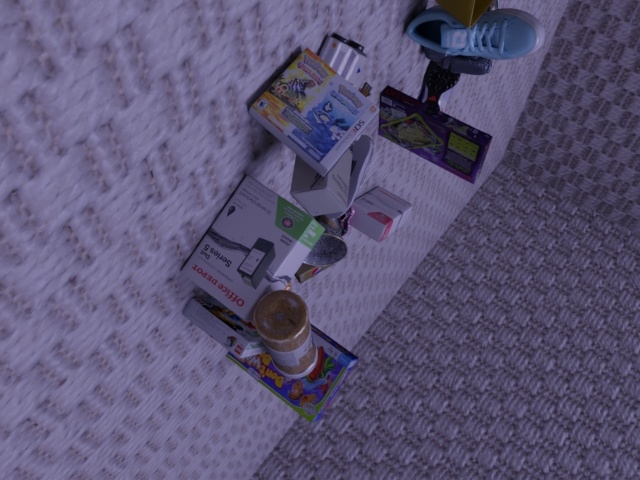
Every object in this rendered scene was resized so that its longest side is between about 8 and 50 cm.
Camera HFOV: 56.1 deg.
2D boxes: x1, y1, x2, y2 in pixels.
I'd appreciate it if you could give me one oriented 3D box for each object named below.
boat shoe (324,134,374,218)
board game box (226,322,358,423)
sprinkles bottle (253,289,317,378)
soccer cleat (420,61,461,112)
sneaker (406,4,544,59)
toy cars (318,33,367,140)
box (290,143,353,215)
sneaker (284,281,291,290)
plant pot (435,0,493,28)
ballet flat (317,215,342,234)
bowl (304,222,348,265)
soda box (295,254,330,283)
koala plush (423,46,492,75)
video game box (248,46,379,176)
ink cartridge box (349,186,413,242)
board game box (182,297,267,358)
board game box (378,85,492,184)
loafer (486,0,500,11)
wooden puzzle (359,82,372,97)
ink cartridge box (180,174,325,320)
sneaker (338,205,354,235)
[{"bbox_3d":[0.089,-0.189,1.812,0.088,0.096,0.267,0,111,-67],"label":"boat shoe"},{"bbox_3d":[-0.090,0.364,1.872,0.233,0.347,0.078,-59,161,5],"label":"board game box"},{"bbox_3d":[-0.075,0.231,1.418,0.121,0.121,0.355,-50,162,-18],"label":"sprinkles bottle"},{"bbox_3d":[0.406,-0.527,2.057,0.116,0.109,0.318,-67,173,-47],"label":"soccer cleat"},{"bbox_3d":[0.391,-0.532,1.581,0.150,0.366,0.135,-37,132,-34],"label":"sneaker"},{"bbox_3d":[0.071,-0.356,1.484,0.176,0.087,0.393,-50,161,-21],"label":"toy cars"},{"bbox_3d":[0.011,-0.201,1.349,0.113,0.094,0.275,44,45,-52],"label":"box"},{"bbox_3d":[-0.178,0.178,1.785,0.215,0.084,0.083,-57,149,-10],"label":"sneaker"},{"bbox_3d":[0.354,-0.697,1.470,0.212,0.187,0.212,-50,161,-16],"label":"plant pot"},{"bbox_3d":[0.024,-0.043,1.929,0.067,0.073,0.206,-40,157,-4],"label":"ballet flat"},{"bbox_3d":[0.000,0.000,1.859,0.170,0.170,0.080,98,-6,-53],"label":"bowl"},{"bbox_3d":[-0.007,0.063,1.946,0.181,0.061,0.058,-29,155,-14],"label":"soda box"},{"bbox_3d":[0.432,-0.647,1.832,0.196,0.203,0.221,57,46,-57],"label":"koala plush"},{"bbox_3d":[-0.010,-0.266,1.243,0.187,0.205,0.048,-51,-177,-19],"label":"video game box"},{"bbox_3d":[0.211,-0.098,2.158,0.218,0.159,0.092,-33,149,-50],"label":"ink cartridge box"},{"bbox_3d":[-0.206,0.223,1.588,0.053,0.193,0.305,-58,162,6],"label":"board game box"},{"bbox_3d":[0.333,-0.315,1.805,0.056,0.347,0.208,-51,162,-24],"label":"board game box"},{"bbox_3d":[0.524,-0.786,1.938,0.087,0.094,0.251,-25,143,-13],"label":"loafer"},{"bbox_3d":[0.122,-0.407,1.656,0.049,0.006,0.083,-59,161,9],"label":"wooden puzzle"},{"bbox_3d":[-0.153,0.023,1.376,0.272,0.198,0.115,-56,162,-2],"label":"ink cartridge box"},{"bbox_3d":[0.075,-0.065,2.064,0.057,0.047,0.119,-23,136,-48],"label":"sneaker"}]
